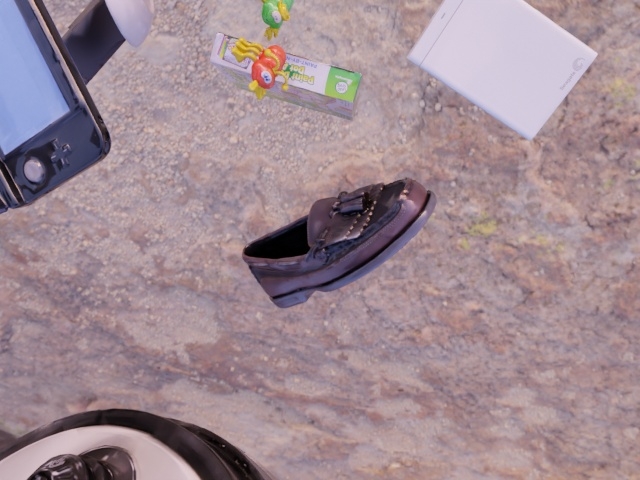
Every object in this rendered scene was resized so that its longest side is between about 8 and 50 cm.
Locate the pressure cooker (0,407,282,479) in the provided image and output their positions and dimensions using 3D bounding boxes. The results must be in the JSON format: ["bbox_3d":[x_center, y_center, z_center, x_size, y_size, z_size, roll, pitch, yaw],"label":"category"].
[{"bbox_3d":[-0.125,0.319,0.351,0.369,0.376,0.420,-29,131,2],"label":"pressure cooker"}]

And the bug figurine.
[{"bbox_3d":[-0.105,-0.352,0.765,0.072,0.216,0.279,-8,136,27],"label":"bug figurine"}]

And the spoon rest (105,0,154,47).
[{"bbox_3d":[-0.305,-0.417,0.805,0.084,0.277,0.137,-11,169,3],"label":"spoon rest"}]

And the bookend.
[{"bbox_3d":[-0.418,-0.363,0.988,0.072,0.157,0.156,43,167,-34],"label":"bookend"}]

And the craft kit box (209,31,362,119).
[{"bbox_3d":[-0.050,-0.289,0.995,0.246,0.250,0.061,19,96,2],"label":"craft kit box"}]

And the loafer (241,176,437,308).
[{"bbox_3d":[0.000,0.000,0.638,0.095,0.109,0.302,43,141,-12],"label":"loafer"}]

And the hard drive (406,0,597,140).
[{"bbox_3d":[0.408,-0.420,1.244,0.353,0.047,0.233,31,111,-7],"label":"hard drive"}]

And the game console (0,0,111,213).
[{"bbox_3d":[-0.434,-0.173,0.621,0.250,0.173,0.293,-24,96,23],"label":"game console"}]
